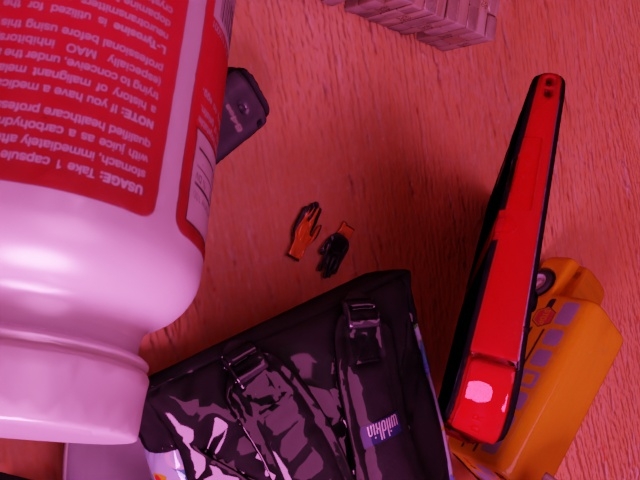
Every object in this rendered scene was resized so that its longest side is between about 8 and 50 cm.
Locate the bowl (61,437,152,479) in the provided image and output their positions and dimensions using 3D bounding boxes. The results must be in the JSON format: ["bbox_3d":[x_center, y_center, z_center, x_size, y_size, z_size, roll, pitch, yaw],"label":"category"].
[{"bbox_3d":[-0.186,0.212,0.718,0.142,0.053,0.142,2,91,-35],"label":"bowl"}]

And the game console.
[{"bbox_3d":[0.196,0.050,0.812,0.060,0.386,0.342,15,77,10],"label":"game console"}]

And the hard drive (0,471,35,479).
[{"bbox_3d":[-0.269,0.220,0.606,0.135,0.094,0.022,17,92,-7],"label":"hard drive"}]

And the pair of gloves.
[{"bbox_3d":[0.000,0.000,0.862,0.083,0.010,0.074,34,72,-33],"label":"pair of gloves"}]

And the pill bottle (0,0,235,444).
[{"bbox_3d":[-0.191,-0.067,0.540,0.228,0.229,0.408,18,65,-33],"label":"pill bottle"}]

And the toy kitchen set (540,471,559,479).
[{"bbox_3d":[0.162,0.313,0.861,0.166,0.207,0.122,-24,139,-51],"label":"toy kitchen set"}]

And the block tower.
[{"bbox_3d":[0.058,-0.313,0.840,0.335,0.097,0.091,11,86,-36],"label":"block tower"}]

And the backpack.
[{"bbox_3d":[-0.003,0.247,0.684,0.290,0.273,0.356,-24,86,-30],"label":"backpack"}]

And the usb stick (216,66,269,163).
[{"bbox_3d":[-0.162,-0.075,0.727,0.278,0.045,0.077,-44,114,-25],"label":"usb stick"}]

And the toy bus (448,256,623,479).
[{"bbox_3d":[0.303,0.180,1.003,0.108,0.130,0.333,47,67,-26],"label":"toy bus"}]
